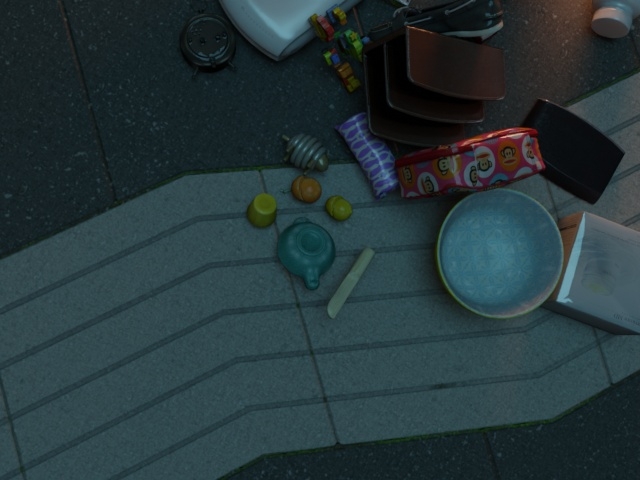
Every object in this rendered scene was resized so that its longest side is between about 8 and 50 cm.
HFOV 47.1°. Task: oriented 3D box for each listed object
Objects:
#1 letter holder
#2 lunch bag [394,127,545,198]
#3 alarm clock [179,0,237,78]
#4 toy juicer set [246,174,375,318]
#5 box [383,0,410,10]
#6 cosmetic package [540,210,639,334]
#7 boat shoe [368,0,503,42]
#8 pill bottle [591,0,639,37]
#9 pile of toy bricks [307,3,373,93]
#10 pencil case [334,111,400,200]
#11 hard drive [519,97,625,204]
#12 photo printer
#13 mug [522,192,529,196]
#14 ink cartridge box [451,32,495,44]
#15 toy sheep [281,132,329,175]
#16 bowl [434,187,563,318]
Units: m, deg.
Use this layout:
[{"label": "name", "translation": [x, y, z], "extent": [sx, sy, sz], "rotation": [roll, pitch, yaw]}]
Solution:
[{"label": "letter holder", "translation": [0.259, -0.327, 1.638], "extent": [0.302, 0.152, 0.214], "rotation": [1, 84, -36]}, {"label": "lunch bag", "translation": [0.320, -0.164, 1.640], "extent": [0.293, 0.258, 0.120], "rotation": [-14, 93, -29]}, {"label": "alarm clock", "translation": [-0.266, -0.478, 1.703], "extent": [0.129, 0.064, 0.192], "rotation": [-14, 82, -8]}, {"label": "toy juicer set", "translation": [0.000, 0.000, 1.668], "extent": [0.209, 0.089, 0.329], "rotation": [-33, 79, -22]}, {"label": "box", "translation": [0.201, -0.677, 1.792], "extent": [0.114, 0.036, 0.207], "rotation": [26, 81, -3]}, {"label": "cosmetic package", "translation": [0.651, 0.080, 1.705], "extent": [0.224, 0.138, 0.224], "rotation": [20, 83, -4]}, {"label": "boat shoe", "translation": [0.251, -0.508, 1.660], "extent": [0.112, 0.335, 0.095], "rotation": [-43, 127, -43]}, {"label": "pill bottle", "translation": [0.742, -0.619, 1.805], "extent": [0.124, 0.124, 0.221], "rotation": [22, 81, -4]}, {"label": "pile of toy bricks", "translation": [0.071, -0.436, 1.670], "extent": [0.118, 0.105, 0.212], "rotation": [-38, 126, -8]}, {"label": "pencil case", "translation": [0.118, -0.197, 1.705], "extent": [0.086, 0.088, 0.206], "rotation": [-24, 86, -46]}, {"label": "hard drive", "translation": [0.602, -0.221, 1.775], "extent": [0.255, 0.054, 0.172], "rotation": [33, 80, -2]}, {"label": "photo printer", "translation": [-0.075, -0.588, 1.713], "extent": [0.307, 0.107, 0.256], "rotation": [-40, 89, -10]}, {"label": "mug", "translation": [0.471, -0.076, 1.742], "extent": [0.078, 0.062, 0.064], "rotation": [-14, 77, -15]}, {"label": "ink cartridge box", "translation": [0.356, -0.501, 1.740], "extent": [0.056, 0.135, 0.099], "rotation": [-36, 88, -6]}, {"label": "toy sheep", "translation": [-0.036, -0.203, 1.683], "extent": [0.132, 0.091, 0.091], "rotation": [38, 80, 4]}, {"label": "bowl", "translation": [0.382, 0.034, 1.667], "extent": [0.290, 0.156, 0.289], "rotation": [1, 83, -7]}]
